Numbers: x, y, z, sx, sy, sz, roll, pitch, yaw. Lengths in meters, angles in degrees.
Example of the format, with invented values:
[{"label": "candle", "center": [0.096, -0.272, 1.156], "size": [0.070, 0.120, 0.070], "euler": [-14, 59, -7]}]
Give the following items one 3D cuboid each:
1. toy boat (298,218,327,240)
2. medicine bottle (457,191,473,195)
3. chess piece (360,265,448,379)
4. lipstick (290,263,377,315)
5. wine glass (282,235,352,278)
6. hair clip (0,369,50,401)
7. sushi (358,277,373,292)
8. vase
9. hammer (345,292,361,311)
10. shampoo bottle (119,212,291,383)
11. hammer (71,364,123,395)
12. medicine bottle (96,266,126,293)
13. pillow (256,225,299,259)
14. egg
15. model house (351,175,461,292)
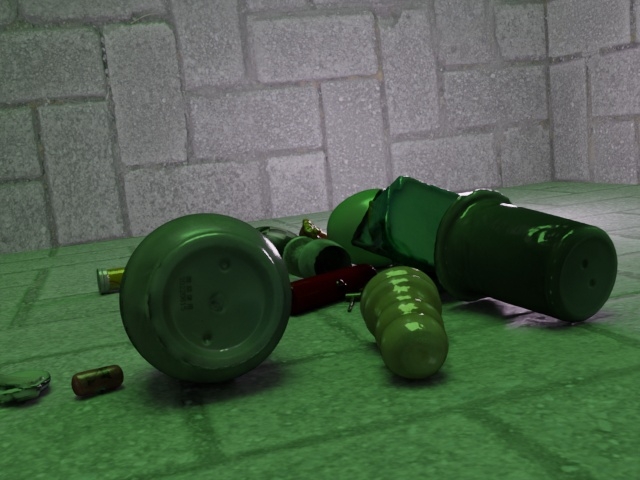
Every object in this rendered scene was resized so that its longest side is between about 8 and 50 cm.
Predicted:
[{"label": "toy boat", "center": [-0.005, 0.003, 2.123], "size": [0.099, 0.141, 0.318], "euler": [-30, -14, 12]}, {"label": "medicine bottle", "center": [0.385, -0.060, 2.236], "size": [0.288, 0.157, 0.157], "euler": [-9, 9, -25]}, {"label": "chess piece", "center": [0.140, 0.143, 1.163], "size": [0.142, 0.143, 0.261], "euler": [-6, 15, 2]}, {"label": "lipstick", "center": [0.020, 0.107, 1.643], "size": [0.073, 0.073, 0.279], "euler": [2, 11, 43]}, {"label": "wine glass", "center": [-0.010, 0.053, 1.849], "size": [0.126, 0.127, 0.241], "euler": [-9, 6, -19]}, {"label": "hair clip", "center": [-0.523, 0.238, 1.202], "size": [0.172, 0.049, 0.116], "euler": [-1, 14, 16]}, {"label": "sushi", "center": [0.124, 0.109, 1.588], "size": [0.061, 0.060, 0.118], "euler": [3, 12, 24]}, {"label": "vase", "center": [0.397, 0.042, 1.379], "size": [0.245, 0.245, 0.291], "euler": [-10, 18, -28]}, {"label": "hammer", "center": [0.069, 0.137, 1.583], "size": [0.035, 0.019, 0.110], "euler": [-5, 11, 9]}, {"label": "shampoo bottle", "center": [-0.193, 0.093, 1.180], "size": [0.272, 0.273, 0.266], "euler": [-9, 0, -19]}, {"label": "hammer", "center": [-0.364, 0.229, 1.169], "size": [0.083, 0.043, 0.043], "euler": [-9, 8, -36]}, {"label": "medicine bottle", "center": [-0.532, 0.102, 2.069], "size": [0.218, 0.074, 0.074], "euler": [-8, 8, -24]}, {"label": "pillow", "center": [-0.123, 0.024, 2.142], "size": [0.186, 0.106, 0.250], "euler": [22, 10, -3]}, {"label": "egg", "center": [0.150, -0.033, 1.995], "size": [0.269, 0.221, 0.220], "euler": [-10, 7, 8]}, {"label": "model house", "center": [0.209, 0.022, 1.648], "size": [0.280, 0.230, 0.249], "euler": [17, -35, -20]}]
